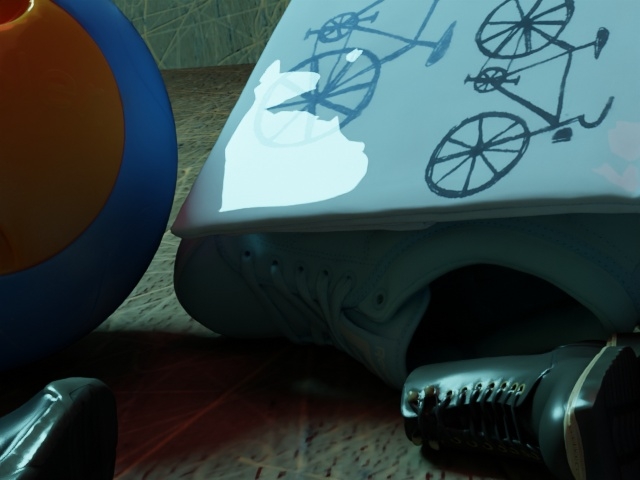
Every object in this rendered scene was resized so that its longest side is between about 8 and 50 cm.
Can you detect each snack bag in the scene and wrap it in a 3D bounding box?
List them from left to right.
[{"bbox_3d":[0.107,-0.123,0.932,0.343,0.037,0.323,-3,45,32],"label":"snack bag"}]

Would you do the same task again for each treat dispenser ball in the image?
[{"bbox_3d":[-0.238,-0.054,1.007,0.288,0.288,0.288,-4,12,1],"label":"treat dispenser ball"}]

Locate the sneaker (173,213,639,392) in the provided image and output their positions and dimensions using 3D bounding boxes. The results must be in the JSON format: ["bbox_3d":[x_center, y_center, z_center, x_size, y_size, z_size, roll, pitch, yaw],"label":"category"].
[{"bbox_3d":[0.036,0.025,0.935,0.366,0.135,0.150,-14,35,37],"label":"sneaker"}]

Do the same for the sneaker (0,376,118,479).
[{"bbox_3d":[-0.171,0.115,0.672,0.130,0.087,0.227,5,20,14],"label":"sneaker"}]

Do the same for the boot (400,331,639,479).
[{"bbox_3d":[0.091,0.091,0.753,0.137,0.077,0.198,-6,-2,17],"label":"boot"}]
